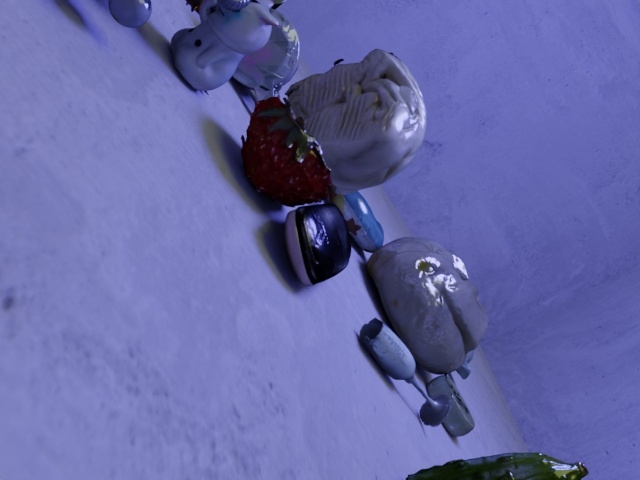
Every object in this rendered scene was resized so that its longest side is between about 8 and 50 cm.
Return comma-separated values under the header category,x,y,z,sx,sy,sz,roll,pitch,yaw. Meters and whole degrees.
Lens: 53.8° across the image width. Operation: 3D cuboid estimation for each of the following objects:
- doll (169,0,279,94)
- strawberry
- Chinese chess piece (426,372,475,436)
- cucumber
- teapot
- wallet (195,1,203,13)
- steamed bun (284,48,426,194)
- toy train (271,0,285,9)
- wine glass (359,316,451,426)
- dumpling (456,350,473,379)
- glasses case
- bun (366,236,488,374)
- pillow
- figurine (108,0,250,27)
category,x,y,z,sx,sy,sz,roll,pitch,yaw
doll,-0.156,-0.319,0.994,0.106,0.180,0.110,30,30,-42
strawberry,-0.072,-0.116,1.044,0.190,0.111,0.237,52,-14,18
Chinese chess piece,0.305,0.384,1.470,0.144,0.058,0.144,55,13,-18
cucumber,0.245,0.352,0.859,0.134,0.244,0.134,62,10,-20
teapot,-0.106,-0.375,1.360,0.222,0.163,0.178,59,4,-4
wallet,-0.183,-0.555,1.361,0.045,0.204,0.142,65,12,14
steamed bun,0.093,-0.258,1.488,0.394,0.347,0.237,41,-1,45
toy train,-0.157,-0.753,1.864,0.307,0.126,0.190,12,-62,67
wine glass,0.155,0.242,1.173,0.262,0.074,0.074,52,14,-27
dumpling,0.393,0.323,1.937,0.107,0.152,0.219,-5,73,-35
glasses case,0.000,0.000,1.050,0.314,0.075,0.122,-25,101,-78
bun,0.276,0.141,1.560,0.365,0.219,0.365,52,14,-19
pillow,0.089,-0.072,1.632,0.233,0.086,0.214,48,11,-51
figurine,-0.247,-0.389,0.753,0.261,0.186,0.382,54,16,0
